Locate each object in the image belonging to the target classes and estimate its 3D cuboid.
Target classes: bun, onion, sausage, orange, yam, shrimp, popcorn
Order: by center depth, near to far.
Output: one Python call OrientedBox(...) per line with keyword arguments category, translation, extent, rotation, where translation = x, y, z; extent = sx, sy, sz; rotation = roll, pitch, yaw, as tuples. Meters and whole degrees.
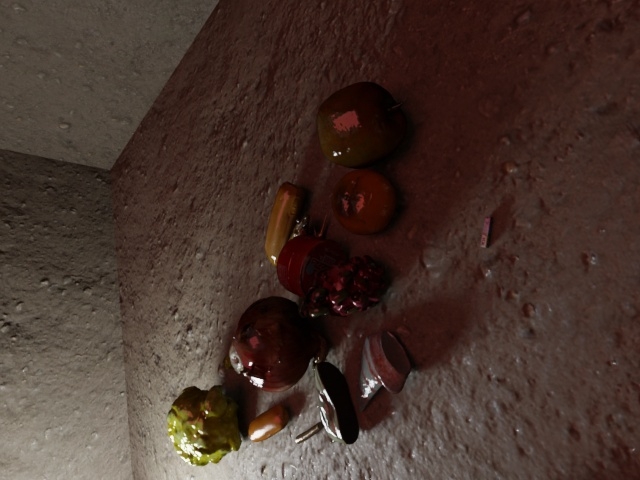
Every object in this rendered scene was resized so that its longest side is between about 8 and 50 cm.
OrientedBox(category="orange", translation=(0.138, -0.126, 1.352), extent=(0.223, 0.170, 0.224), rotation=(-1, 89, 48))
OrientedBox(category="onion", translation=(-0.170, 0.367, 1.491), extent=(0.353, 0.353, 0.355), rotation=(-7, 80, 45))
OrientedBox(category="yam", translation=(-0.042, 0.709, 1.533), extent=(0.145, 0.032, 0.032), rotation=(-47, 54, 32))
OrientedBox(category="shrimp", translation=(-0.080, 0.023, 1.604), extent=(0.154, 0.062, 0.295), rotation=(51, 139, 43))
OrientedBox(category="sausage", translation=(-0.208, 0.732, 1.659), extent=(0.238, 0.098, 0.098), rotation=(-42, 57, 32))
OrientedBox(category="sausage", translation=(-0.157, -0.058, 1.684), extent=(0.134, 0.115, 0.354), rotation=(46, 120, 62))
OrientedBox(category="bun", translation=(-0.318, 0.494, 1.776), extent=(0.178, 0.127, 0.193), rotation=(0, 87, 44))
OrientedBox(category="popcorn", translation=(-0.518, 0.796, 1.822), extent=(0.333, 0.293, 0.294), rotation=(-14, 36, 14))

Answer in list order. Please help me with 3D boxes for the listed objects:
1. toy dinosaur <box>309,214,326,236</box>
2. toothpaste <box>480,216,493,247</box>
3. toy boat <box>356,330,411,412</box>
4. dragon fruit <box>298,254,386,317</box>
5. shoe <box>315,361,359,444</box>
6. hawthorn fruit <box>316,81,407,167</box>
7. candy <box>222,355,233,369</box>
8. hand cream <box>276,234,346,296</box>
OrientedBox(category="toy dinosaur", translation=(0.000, 0.000, 1.576), extent=(0.162, 0.039, 0.127), rotation=(-44, 63, 37))
OrientedBox(category="toothpaste", translation=(0.450, -0.022, 1.127), extent=(0.017, 0.020, 0.084), rotation=(9, 91, 42))
OrientedBox(category="toy boat", translation=(0.169, 0.430, 1.332), extent=(0.206, 0.096, 0.282), rotation=(59, 137, 40))
OrientedBox(category="dragon fruit", translation=(0.071, 0.151, 1.327), extent=(0.218, 0.272, 0.199), rotation=(46, 140, 45))
OrientedBox(category="shoe", translation=(0.038, 0.553, 1.420), extent=(0.098, 0.103, 0.275), rotation=(-35, 62, 39))
OrientedBox(category="hawthorn fruit", translation=(0.144, -0.366, 1.326), extent=(0.300, 0.267, 0.268), rotation=(-9, 79, 43))
OrientedBox(category="candy", translation=(-0.380, 0.511, 1.899), extent=(0.194, 0.062, 0.058), rotation=(-52, 7, 17))
OrientedBox(category="hand cream", translation=(-0.031, 0.096, 1.464), extent=(0.149, 0.230, 0.231), rotation=(11, 93, 47))
